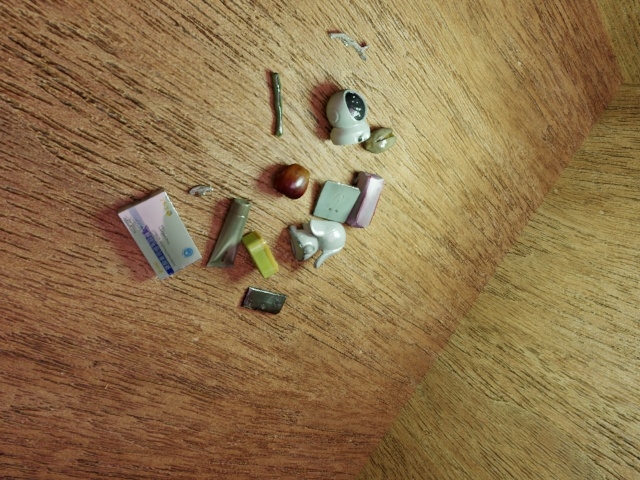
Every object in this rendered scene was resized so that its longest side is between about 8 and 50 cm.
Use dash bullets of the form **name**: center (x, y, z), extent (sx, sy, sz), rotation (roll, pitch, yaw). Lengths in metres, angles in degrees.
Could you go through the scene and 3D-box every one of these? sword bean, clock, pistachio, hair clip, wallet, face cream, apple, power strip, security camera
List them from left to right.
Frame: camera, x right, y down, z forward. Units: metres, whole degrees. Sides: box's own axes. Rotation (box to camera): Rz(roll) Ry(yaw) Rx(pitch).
- **face cream**: center (-0.407, -0.025, 1.846), extent (0.137, 0.084, 0.341), rotation (6, 114, -43)
- **clock**: center (-0.283, 0.065, 1.912), extent (0.096, 0.143, 0.202), rotation (-29, 123, -9)
- **wallet**: center (-0.287, 0.314, 2.086), extent (0.232, 0.031, 0.121), rotation (19, 97, -36)
- **sword bean**: center (-0.185, -0.586, 1.760), extent (0.043, 0.038, 0.269), rotation (-18, 120, -31)
- **apple**: center (-0.127, -0.274, 1.866), extent (0.156, 0.147, 0.158), rotation (30, 92, -15)
- **power strip**: center (0.071, -0.205, 2.055), extent (0.199, 0.064, 0.213), rotation (15, 117, -22)
- **security camera**: center (0.121, -0.573, 1.866), extent (0.195, 0.195, 0.236), rotation (-23, 115, -22)
- **hair clip**: center (0.135, -0.895, 1.826), extent (0.226, 0.034, 0.072), rotation (17, 97, -34)
- **pistachio**: center (0.305, -0.506, 2.052), extent (0.185, 0.124, 0.124), rotation (-26, 122, -27)

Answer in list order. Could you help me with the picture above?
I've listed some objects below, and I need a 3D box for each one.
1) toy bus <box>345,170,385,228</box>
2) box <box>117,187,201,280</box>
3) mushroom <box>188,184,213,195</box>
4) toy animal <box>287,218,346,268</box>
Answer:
- **toy bus**: center (0.221, -0.208, 2.110), extent (0.128, 0.147, 0.302), rotation (10, 103, -28)
- **box**: center (-0.662, -0.022, 1.691), extent (0.200, 0.065, 0.343), rotation (-31, 123, -18)
- **mushroom**: center (-0.510, -0.213, 1.731), extent (0.101, 0.019, 0.049), rotation (-13, 117, -26)
- **toy animal**: center (-0.014, -0.006, 2.028), extent (0.289, 0.174, 0.249), rotation (-40, 126, -9)
